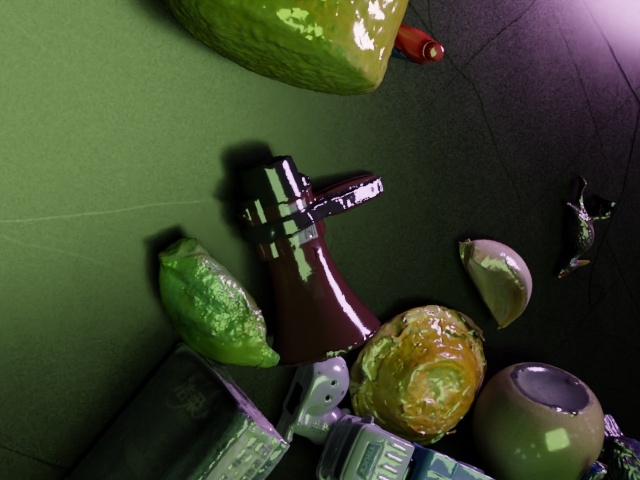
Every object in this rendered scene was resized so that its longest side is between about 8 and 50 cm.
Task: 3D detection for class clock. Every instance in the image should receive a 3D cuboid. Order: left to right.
[{"bbox_3d":[0.007,0.283,1.815,0.117,0.080,0.176,17,99,-27],"label":"clock"}]

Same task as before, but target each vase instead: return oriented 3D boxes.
[{"bbox_3d":[0.422,0.390,1.975,0.329,0.241,0.302,-15,127,-47],"label":"vase"}]

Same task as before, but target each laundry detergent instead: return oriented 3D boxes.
[{"bbox_3d":[0.143,-0.318,1.643,0.097,0.165,0.049,35,91,-29],"label":"laundry detergent"}]

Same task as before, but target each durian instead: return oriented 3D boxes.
[{"bbox_3d":[-0.175,0.113,1.643,0.101,0.139,0.250,-39,101,-43],"label":"durian"}]

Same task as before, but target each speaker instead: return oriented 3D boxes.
[{"bbox_3d":[0.006,0.014,1.683,0.259,0.198,0.329,-13,102,-6],"label":"speaker"}]

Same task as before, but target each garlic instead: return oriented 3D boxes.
[{"bbox_3d":[0.333,0.068,1.894,0.101,0.087,0.195,-29,118,0],"label":"garlic"}]

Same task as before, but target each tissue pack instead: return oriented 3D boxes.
[{"bbox_3d":[-0.256,0.383,1.612,0.394,0.288,0.124,-49,125,-3],"label":"tissue pack"}]

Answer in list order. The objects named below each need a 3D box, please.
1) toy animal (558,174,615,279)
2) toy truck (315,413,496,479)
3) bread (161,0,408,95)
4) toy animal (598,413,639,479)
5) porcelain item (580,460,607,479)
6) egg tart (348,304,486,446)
[{"bbox_3d":[0.497,-0.018,1.961,0.105,0.070,0.202,15,105,-16],"label":"toy animal"},{"bbox_3d":[0.185,0.426,1.766,0.367,0.175,0.146,25,77,-12],"label":"toy truck"},{"bbox_3d":[-0.032,-0.384,1.464,0.348,0.348,0.307,25,84,-28],"label":"bread"},{"bbox_3d":[0.643,0.481,2.097,0.122,0.185,0.298,-39,117,-7],"label":"toy animal"},{"bbox_3d":[0.486,0.437,1.863,0.075,0.021,0.136,-48,156,-1],"label":"porcelain item"},{"bbox_3d":[0.191,0.262,1.871,0.295,0.116,0.294,-6,107,-20],"label":"egg tart"}]
